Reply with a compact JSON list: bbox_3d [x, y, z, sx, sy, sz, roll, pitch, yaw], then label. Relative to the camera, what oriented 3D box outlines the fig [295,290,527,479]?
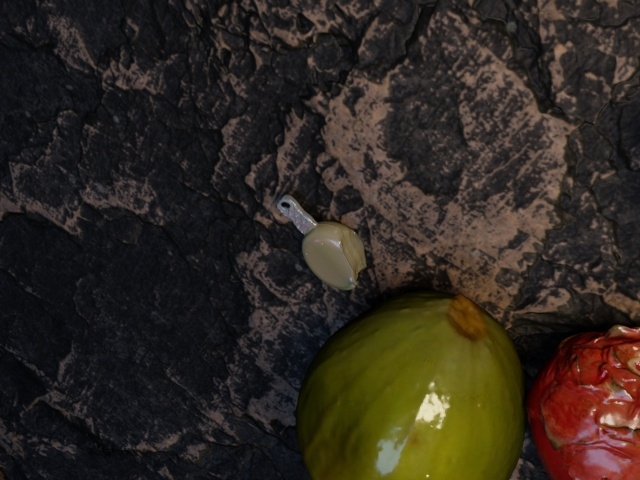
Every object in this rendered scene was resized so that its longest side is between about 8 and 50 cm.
[{"bbox_3d":[0.137,0.229,1.282,0.343,0.343,0.343,17,131,20],"label":"fig"}]

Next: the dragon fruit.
[{"bbox_3d":[0.386,0.230,1.185,0.241,0.241,0.252,-3,149,33],"label":"dragon fruit"}]

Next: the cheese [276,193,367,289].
[{"bbox_3d":[0.006,-0.001,1.359,0.092,0.047,0.171,-13,115,37],"label":"cheese"}]
